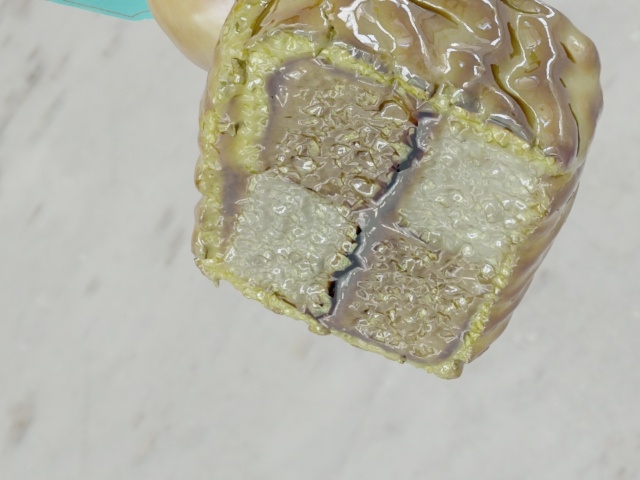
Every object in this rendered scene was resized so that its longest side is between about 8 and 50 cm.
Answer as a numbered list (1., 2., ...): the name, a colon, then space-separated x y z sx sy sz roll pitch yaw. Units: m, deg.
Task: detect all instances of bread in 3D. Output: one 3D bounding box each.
1. bread: 0.031 -0.039 0.892 0.222 0.181 0.096 109 -176 -52

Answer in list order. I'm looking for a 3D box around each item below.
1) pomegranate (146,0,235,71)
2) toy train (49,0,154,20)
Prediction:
1. pomegranate: -0.018 -0.196 1.280 0.252 0.229 0.270 -126 47 -82
2. toy train: -0.231 -0.316 1.941 0.163 0.203 0.112 128 151 -54
